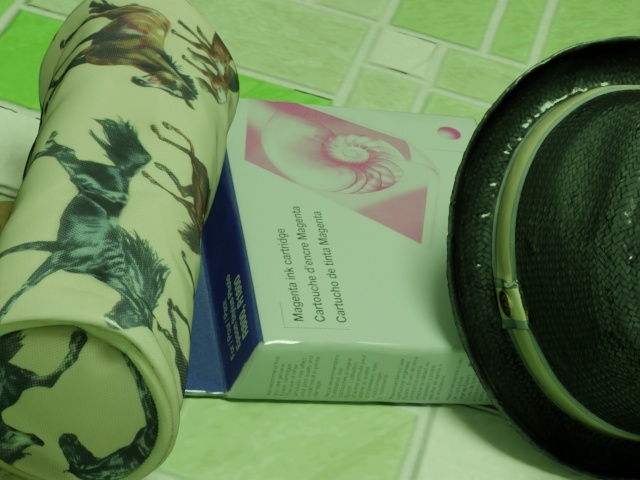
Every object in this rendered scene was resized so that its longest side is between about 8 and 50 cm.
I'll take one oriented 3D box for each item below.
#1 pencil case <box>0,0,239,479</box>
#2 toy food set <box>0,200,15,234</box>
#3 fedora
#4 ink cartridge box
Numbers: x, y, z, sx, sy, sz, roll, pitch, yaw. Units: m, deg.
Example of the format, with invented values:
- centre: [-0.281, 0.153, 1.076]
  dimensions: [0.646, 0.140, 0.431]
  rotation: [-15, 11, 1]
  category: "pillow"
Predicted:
- centre: [-0.158, -0.004, 1.367]
  dimensions: [0.159, 0.183, 0.410]
  rotation: [15, 40, -7]
  category: "pencil case"
- centre: [-0.244, -0.003, 1.485]
  dimensions: [0.082, 0.020, 0.083]
  rotation: [-12, 43, -30]
  category: "toy food set"
- centre: [0.252, 0.012, 1.354]
  dimensions: [0.334, 0.334, 0.152]
  rotation: [3, -3, -13]
  category: "fedora"
- centre: [0.000, 0.000, 1.518]
  dimensions: [0.330, 0.071, 0.324]
  rotation: [4, 37, -15]
  category: "ink cartridge box"
